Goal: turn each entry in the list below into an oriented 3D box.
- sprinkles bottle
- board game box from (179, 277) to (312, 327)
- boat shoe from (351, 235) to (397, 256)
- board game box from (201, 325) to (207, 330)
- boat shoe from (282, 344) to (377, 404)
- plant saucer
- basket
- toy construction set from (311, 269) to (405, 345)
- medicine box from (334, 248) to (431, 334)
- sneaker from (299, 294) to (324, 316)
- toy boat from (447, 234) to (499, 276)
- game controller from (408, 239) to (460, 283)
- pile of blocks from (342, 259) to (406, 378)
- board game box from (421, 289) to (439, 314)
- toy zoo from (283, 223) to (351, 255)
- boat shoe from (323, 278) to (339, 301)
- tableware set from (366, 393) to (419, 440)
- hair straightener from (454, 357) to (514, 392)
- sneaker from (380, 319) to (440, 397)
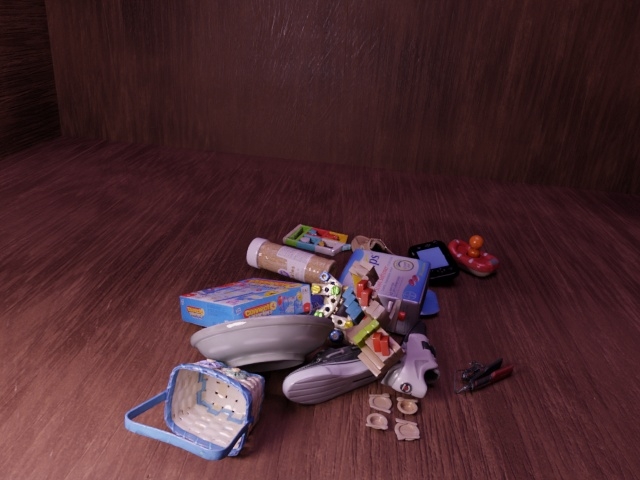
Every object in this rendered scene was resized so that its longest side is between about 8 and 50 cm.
[{"bbox_3d":[-0.114,0.088,2.057,0.355,0.121,0.121,16,27,22],"label":"sprinkles bottle"},{"bbox_3d":[-0.240,0.201,1.677,0.301,0.086,0.308,-12,9,-44],"label":"board game box"},{"bbox_3d":[0.239,0.045,2.232,0.121,0.110,0.341,-7,27,-24],"label":"boat shoe"},{"bbox_3d":[-0.287,0.283,1.638,0.170,0.048,0.141,-2,7,-15],"label":"board game box"},{"bbox_3d":[0.025,0.368,1.475,0.335,0.121,0.119,-1,35,-37],"label":"boat shoe"},{"bbox_3d":[-0.152,0.298,1.439,0.400,0.400,0.101,-2,69,-16],"label":"plant saucer"},{"bbox_3d":[-0.279,0.403,1.240,0.254,0.201,0.289,14,16,16],"label":"basket"},{"bbox_3d":[0.113,0.232,1.649,0.327,0.215,0.151,14,-6,30],"label":"toy construction set"},{"bbox_3d":[0.223,0.176,1.850,0.289,0.149,0.263,10,33,16],"label":"medicine box"},{"bbox_3d":[-0.034,0.236,1.797,0.080,0.081,0.211,10,25,13],"label":"sneaker"},{"bbox_3d":[0.663,0.048,2.259,0.150,0.151,0.231,-17,33,-40],"label":"toy boat"},{"bbox_3d":[0.477,0.087,2.221,0.166,0.067,0.319,-5,24,-1],"label":"game controller"},{"bbox_3d":[0.121,0.201,1.486,0.148,0.113,0.362,-21,52,8],"label":"pile of blocks"},{"bbox_3d":[0.367,0.234,1.941,0.133,0.033,0.169,6,32,-1],"label":"board game box"},{"bbox_3d":[0.000,0.000,2.381,0.293,0.030,0.192,13,26,17],"label":"toy zoo"},{"bbox_3d":[0.046,0.201,1.907,0.066,0.066,0.183,12,25,15],"label":"boat shoe"},{"bbox_3d":[0.196,0.470,1.406,0.140,0.020,0.169,8,25,6],"label":"tableware set"},{"bbox_3d":[0.480,0.406,1.584,0.230,0.047,0.089,-16,31,-30],"label":"hair straightener"},{"bbox_3d":[0.293,0.363,1.571,0.146,0.123,0.330,28,30,11],"label":"sneaker"}]
